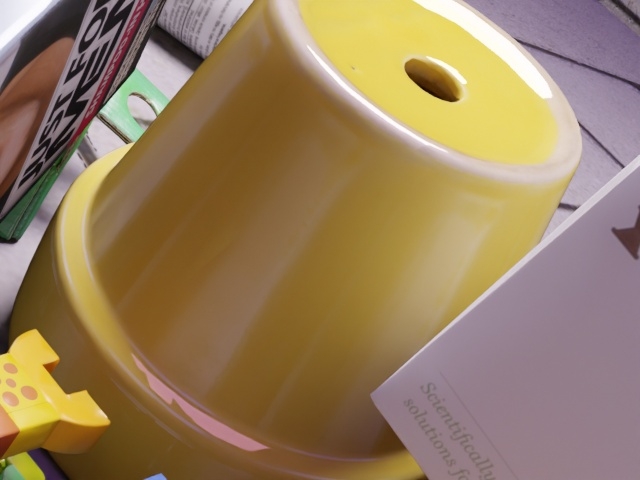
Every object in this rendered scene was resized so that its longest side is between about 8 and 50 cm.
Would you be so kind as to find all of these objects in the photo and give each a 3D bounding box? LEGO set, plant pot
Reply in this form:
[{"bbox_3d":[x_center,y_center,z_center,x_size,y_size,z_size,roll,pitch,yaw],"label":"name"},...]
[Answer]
[{"bbox_3d":[-0.126,0.108,0.473,0.227,0.087,0.093,44,25,21],"label":"LEGO set"},{"bbox_3d":[0.000,0.000,0.601,0.254,0.239,0.254,22,36,-17],"label":"plant pot"}]

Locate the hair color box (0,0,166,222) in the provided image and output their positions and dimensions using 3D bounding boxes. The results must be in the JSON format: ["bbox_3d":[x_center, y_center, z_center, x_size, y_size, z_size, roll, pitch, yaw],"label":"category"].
[{"bbox_3d":[-0.171,-0.045,0.418,0.113,0.185,0.374,35,48,-4],"label":"hair color box"}]

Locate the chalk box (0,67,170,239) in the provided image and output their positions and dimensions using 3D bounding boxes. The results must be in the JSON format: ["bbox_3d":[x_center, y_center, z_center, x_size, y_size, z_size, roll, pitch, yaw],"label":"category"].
[{"bbox_3d":[-0.200,-0.138,0.713,0.289,0.179,0.180,28,26,-16],"label":"chalk box"}]

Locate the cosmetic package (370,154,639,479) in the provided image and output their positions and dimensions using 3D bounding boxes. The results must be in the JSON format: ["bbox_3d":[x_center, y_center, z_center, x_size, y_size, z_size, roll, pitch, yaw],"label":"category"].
[{"bbox_3d":[0.200,0.086,0.543,0.197,0.155,0.365,55,22,19],"label":"cosmetic package"}]

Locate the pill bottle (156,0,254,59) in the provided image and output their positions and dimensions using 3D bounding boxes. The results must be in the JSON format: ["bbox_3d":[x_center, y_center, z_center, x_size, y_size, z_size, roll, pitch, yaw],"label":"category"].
[{"bbox_3d":[-0.093,-0.255,1.083,0.283,0.160,0.160,37,24,2],"label":"pill bottle"}]
